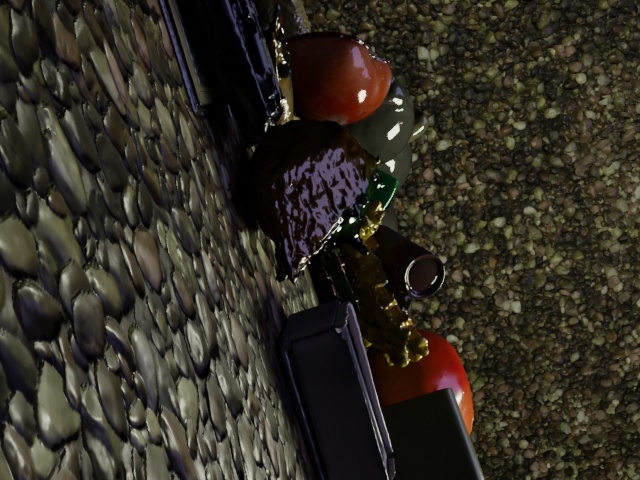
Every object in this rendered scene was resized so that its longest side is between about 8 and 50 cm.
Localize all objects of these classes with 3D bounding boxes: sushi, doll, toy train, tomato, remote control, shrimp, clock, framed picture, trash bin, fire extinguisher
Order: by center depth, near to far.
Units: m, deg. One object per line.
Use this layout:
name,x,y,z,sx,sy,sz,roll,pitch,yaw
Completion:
remote control,-0.116,-0.290,0.934,0.144,0.062,0.398,-88,160,-71
framed picture,-0.131,-0.217,0.955,0.195,0.010,0.199,-66,139,-81
clock,0.021,0.170,1.018,0.144,0.073,0.193,-68,142,-81
sushi,0.000,-0.049,1.049,0.287,0.149,0.140,-107,-178,-69
shrimp,-0.077,-0.215,1.230,0.262,0.066,0.117,91,-26,-55
toy train,0.000,0.000,1.409,0.085,0.053,0.249,-107,180,-70
trash bin,0.177,0.371,1.517,0.122,0.164,0.240,59,15,-70
fire extinguisher,0.103,0.004,1.546,0.252,0.075,0.106,38,-34,60
tomato,0.008,-0.244,1.578,0.228,0.199,0.112,22,64,-50
toy train,0.056,-0.096,1.630,0.091,0.136,0.228,-61,-179,-4
tomato,0.187,0.287,1.789,0.260,0.180,0.259,-14,90,-86
doll,0.095,-0.161,1.870,0.382,0.252,0.378,50,23,-61

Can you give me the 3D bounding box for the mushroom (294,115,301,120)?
mushroom,-0.034,-0.169,1.579,0.202,0.054,0.059,31,44,-75

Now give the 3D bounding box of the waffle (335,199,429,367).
waffle,0.060,0.053,1.488,0.260,0.069,0.292,11,-60,71

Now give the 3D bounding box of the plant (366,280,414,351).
plant,0.095,0.094,1.697,0.203,0.143,0.131,85,4,-50

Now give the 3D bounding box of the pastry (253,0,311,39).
pastry,-0.076,-0.405,1.681,0.121,0.089,0.258,37,33,-60
